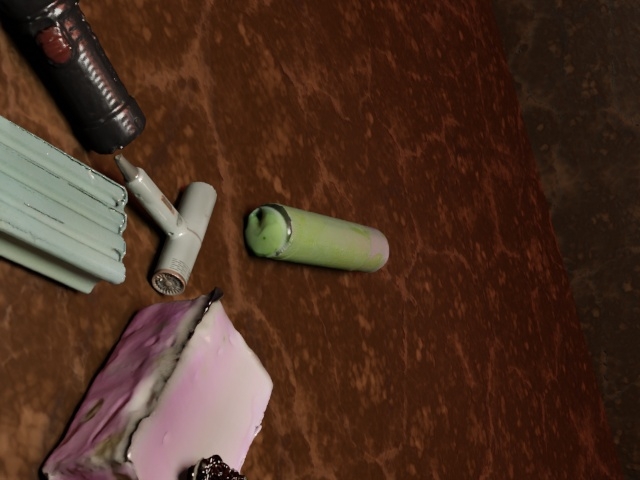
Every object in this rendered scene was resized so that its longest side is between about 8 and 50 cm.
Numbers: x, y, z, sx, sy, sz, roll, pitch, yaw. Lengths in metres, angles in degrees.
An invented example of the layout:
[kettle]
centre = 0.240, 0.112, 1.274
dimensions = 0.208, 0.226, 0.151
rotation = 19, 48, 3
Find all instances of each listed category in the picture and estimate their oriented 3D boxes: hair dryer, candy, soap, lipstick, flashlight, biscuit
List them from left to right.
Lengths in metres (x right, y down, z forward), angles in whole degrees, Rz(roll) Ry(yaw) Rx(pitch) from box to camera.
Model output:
[soap]
centre = -0.272, -0.032, 1.143
dimensions = 0.198, 0.063, 0.114
rotation = 35, 46, -52
[flashlight]
centre = -0.261, -0.194, 1.225
dimensions = 0.232, 0.093, 0.093
rotation = 64, 29, -28
[hair dryer]
centre = -0.180, -0.054, 1.329
dimensions = 0.155, 0.044, 0.183
rotation = -78, 152, -46
[candy]
centre = -0.153, 0.188, 1.203
dimensions = 0.155, 0.116, 0.265
rotation = 61, 30, -27
[biscuit]
centre = -0.094, 0.241, 1.138
dimensions = 0.089, 0.027, 0.087
rotation = -38, 114, -55
[lipstick]
centre = 0.000, 0.000, 1.639
dimensions = 0.304, 0.076, 0.076
rotation = 10, 68, -62
